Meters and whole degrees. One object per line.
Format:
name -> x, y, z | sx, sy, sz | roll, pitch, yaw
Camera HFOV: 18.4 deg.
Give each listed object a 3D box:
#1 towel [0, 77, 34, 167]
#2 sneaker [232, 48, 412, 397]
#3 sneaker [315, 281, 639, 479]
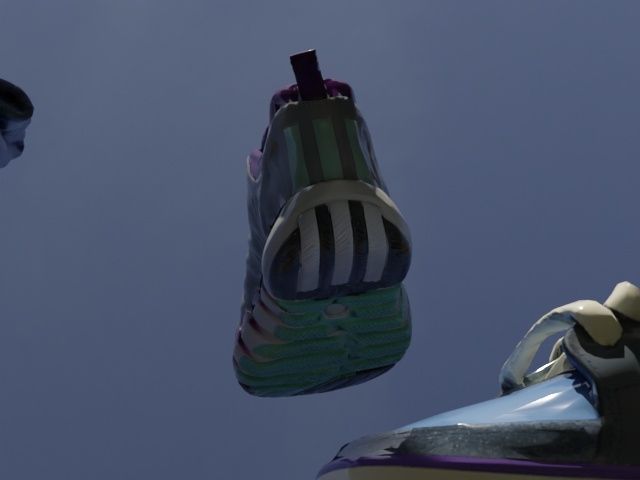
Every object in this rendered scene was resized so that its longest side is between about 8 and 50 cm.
towel -> -0.233, -0.082, 0.659 | 0.285, 0.209, 0.034 | 22, -92, -9
sneaker -> 0.000, 0.000, 0.909 | 0.083, 0.224, 0.098 | -5, -112, -10
sneaker -> 0.146, 0.006, 0.690 | 0.322, 0.130, 0.236 | 1, -108, -13
